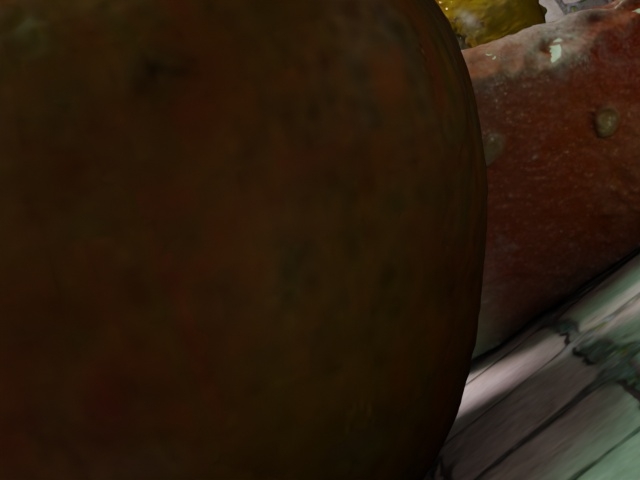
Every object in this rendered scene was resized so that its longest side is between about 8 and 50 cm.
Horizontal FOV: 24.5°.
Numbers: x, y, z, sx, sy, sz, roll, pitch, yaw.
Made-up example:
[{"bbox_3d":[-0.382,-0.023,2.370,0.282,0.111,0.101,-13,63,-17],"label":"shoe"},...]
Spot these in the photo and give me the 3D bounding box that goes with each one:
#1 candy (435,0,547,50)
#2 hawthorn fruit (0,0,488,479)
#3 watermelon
[{"bbox_3d":[0.113,-0.152,1.287,0.118,0.260,0.260,-41,3,-25],"label":"candy"},{"bbox_3d":[-0.067,0.022,0.553,0.267,0.301,0.268,-6,17,2],"label":"hawthorn fruit"},{"bbox_3d":[0.136,-0.054,0.715,0.256,0.140,0.193,-28,-1,10],"label":"watermelon"}]
